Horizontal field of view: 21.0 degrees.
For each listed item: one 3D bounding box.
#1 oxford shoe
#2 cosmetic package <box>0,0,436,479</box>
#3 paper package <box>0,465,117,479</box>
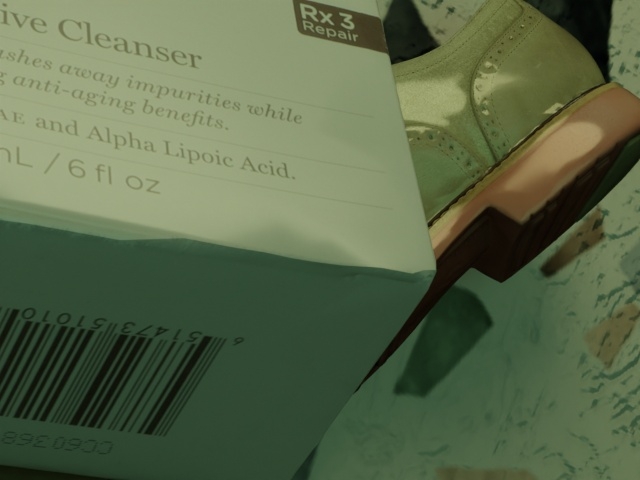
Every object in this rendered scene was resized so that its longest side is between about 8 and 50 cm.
[{"bbox_3d":[0.000,0.000,0.969,0.397,0.140,0.146,-33,73,-21],"label":"oxford shoe"},{"bbox_3d":[-0.104,-0.101,0.713,0.217,0.156,0.385,10,48,-24],"label":"cosmetic package"},{"bbox_3d":[-0.203,0.092,0.718,0.309,0.168,0.325,-2,52,-31],"label":"paper package"}]
